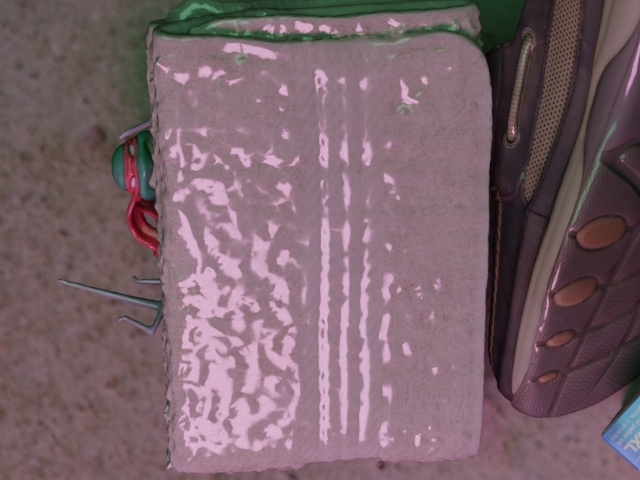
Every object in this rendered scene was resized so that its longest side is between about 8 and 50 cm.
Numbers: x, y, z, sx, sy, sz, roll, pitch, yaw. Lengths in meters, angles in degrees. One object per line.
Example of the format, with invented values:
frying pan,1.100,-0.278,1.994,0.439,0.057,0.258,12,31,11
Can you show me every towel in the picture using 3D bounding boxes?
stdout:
towel,0.000,0.000,1.102,0.187,0.049,0.282,-2,114,-6

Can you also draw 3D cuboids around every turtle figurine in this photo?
turtle figurine,-0.037,-0.040,1.162,0.234,0.118,0.175,-2,113,-2

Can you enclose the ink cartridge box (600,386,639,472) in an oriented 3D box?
ink cartridge box,0.243,0.119,1.113,0.143,0.092,0.090,43,104,8

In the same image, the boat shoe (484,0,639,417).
boat shoe,0.160,-0.073,1.110,0.130,0.132,0.355,41,124,48
